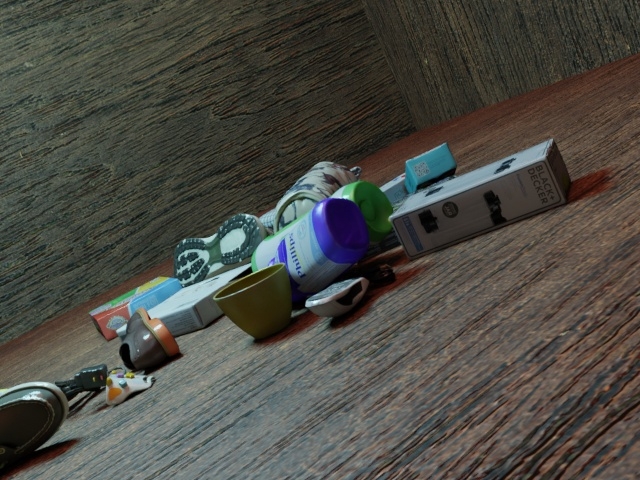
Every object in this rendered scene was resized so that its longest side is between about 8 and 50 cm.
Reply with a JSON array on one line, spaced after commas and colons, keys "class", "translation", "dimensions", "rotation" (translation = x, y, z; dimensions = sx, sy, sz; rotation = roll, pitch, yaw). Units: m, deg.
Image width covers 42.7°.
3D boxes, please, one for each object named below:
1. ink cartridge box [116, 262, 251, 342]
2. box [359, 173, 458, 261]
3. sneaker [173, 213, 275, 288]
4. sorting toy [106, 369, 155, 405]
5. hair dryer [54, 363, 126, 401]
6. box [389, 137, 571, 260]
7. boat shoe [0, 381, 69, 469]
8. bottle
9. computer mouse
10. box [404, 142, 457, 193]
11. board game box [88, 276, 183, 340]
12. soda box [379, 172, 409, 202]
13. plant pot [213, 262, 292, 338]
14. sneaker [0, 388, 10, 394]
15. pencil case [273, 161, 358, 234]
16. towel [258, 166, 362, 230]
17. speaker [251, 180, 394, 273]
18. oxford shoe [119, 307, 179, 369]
[{"class": "ink cartridge box", "translation": [-0.293, 0.150, 1.865], "dimensions": [0.275, 0.060, 0.239], "rotation": [-20, 8, 37]}, {"class": "box", "translation": [0.180, -0.050, 1.711], "dimensions": [0.270, 0.060, 0.216], "rotation": [-25, 8, 3]}, {"class": "sneaker", "translation": [-0.252, 0.055, 2.272], "dimensions": [0.410, 0.158, 0.182], "rotation": [-21, -22, 40]}, {"class": "sorting toy", "translation": [-0.327, 0.249, 1.423], "dimensions": [0.075, 0.045, 0.083], "rotation": [-6, 8, -2]}, {"class": "hair dryer", "translation": [-0.497, 0.311, 1.494], "dimensions": [0.293, 0.080, 0.223], "rotation": [-21, -9, -9]}, {"class": "box", "translation": [0.282, -0.073, 1.436], "dimensions": [0.290, 0.087, 0.169], "rotation": [-22, 8, 23]}, {"class": "boat shoe", "translation": [-0.535, 0.325, 1.304], "dimensions": [0.305, 0.109, 0.091], "rotation": [-29, 7, 15]}, {"class": "bottle", "translation": [-0.023, 0.035, 1.441], "dimensions": [0.092, 0.118, 0.283], "rotation": [-1, -26, -33]}, {"class": "computer mouse", "translation": [0.042, 0.087, 1.309], "dimensions": [0.106, 0.042, 0.193], "rotation": [-14, 7, 34]}, {"class": "box", "translation": [0.252, -0.150, 1.894], "dimensions": [0.100, 0.060, 0.244], "rotation": [-25, -9, 2]}, {"class": "board game box", "translation": [-0.521, 0.186, 2.319], "dimensions": [0.242, 0.064, 0.316], "rotation": [-28, 8, -19]}, {"class": "soda box", "translation": [0.198, -0.117, 2.065], "dimensions": [0.074, 0.069, 0.216], "rotation": [-16, 13, 48]}, {"class": "plant pot", "translation": [-0.101, 0.110, 1.390], "dimensions": [0.134, 0.095, 0.134], "rotation": [-25, 7, 3]}, {"class": "sneaker", "translation": [-0.662, 0.342, 1.671], "dimensions": [0.208, 0.081, 0.094], "rotation": [-22, 6, 26]}, {"class": "pencil case", "translation": [0.002, -0.073, 2.005], "dimensions": [0.160, 0.183, 0.410], "rotation": [-28, 9, 17]}, {"class": "towel", "translation": [-0.015, -0.085, 2.359], "dimensions": [0.283, 0.121, 0.235], "rotation": [-33, 9, -36]}, {"class": "speaker", "translation": [0.000, 0.000, 1.564], "dimensions": [0.296, 0.131, 0.131], "rotation": [-32, 2, 39]}, {"class": "oxford shoe", "translation": [-0.366, 0.201, 1.639], "dimensions": [0.098, 0.097, 0.271], "rotation": [-34, 10, -19]}]
